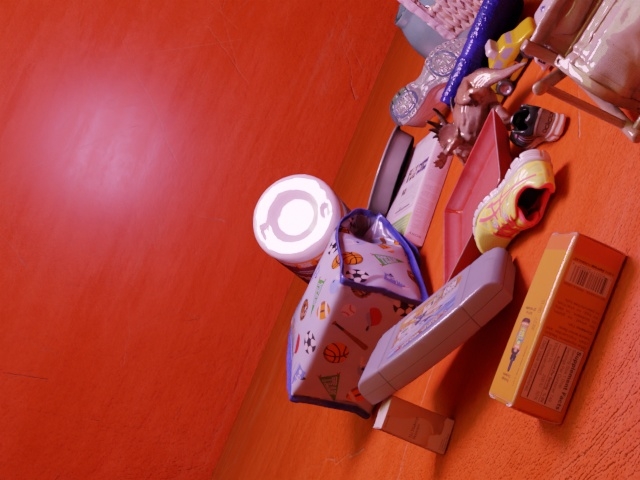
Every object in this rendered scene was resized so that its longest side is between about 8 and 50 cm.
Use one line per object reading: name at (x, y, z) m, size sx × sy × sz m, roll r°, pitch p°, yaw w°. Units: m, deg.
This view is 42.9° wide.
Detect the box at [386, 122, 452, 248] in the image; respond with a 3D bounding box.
box at (0.238, -0.114, 2.025) m, size 0.232 × 0.059 × 0.322 m, roll 141°, pitch 152°, yaw -72°

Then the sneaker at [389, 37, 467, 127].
sneaker at (0.313, -0.409, 2.121) m, size 0.297 × 0.129 × 0.111 m, roll -41°, pitch 61°, yaw 27°

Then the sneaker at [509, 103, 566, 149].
sneaker at (0.364, -0.204, 1.434) m, size 0.170 × 0.075 × 0.063 m, roll -171°, pitch 104°, yaw -81°

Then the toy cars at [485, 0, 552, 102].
toy cars at (0.412, -0.404, 1.615) m, size 0.394 × 0.087 × 0.176 m, roll 146°, pitch 146°, yaw -74°

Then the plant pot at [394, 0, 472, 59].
plant pot at (0.338, -0.669, 2.371) m, size 0.293 × 0.196 × 0.293 m, roll -158°, pitch 90°, yaw -81°

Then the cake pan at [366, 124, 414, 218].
cake pan at (0.189, -0.166, 2.200) m, size 0.293 × 0.054 × 0.293 m, roll 19°, pitch -90°, yaw -81°

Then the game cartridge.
game cartridge at (0.186, 0.139, 1.315) m, size 0.297 × 0.062 × 0.198 m, roll -42°, pitch -1°, yaw 23°

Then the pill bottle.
pill bottle at (0.000, 0.000, 2.110) m, size 0.224 × 0.224 × 0.392 m, roll -68°, pitch -25°, yaw -10°

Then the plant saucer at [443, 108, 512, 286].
plant saucer at (0.297, -0.076, 1.521) m, size 0.259 × 0.048 × 0.258 m, roll -77°, pitch 6°, yaw -53°

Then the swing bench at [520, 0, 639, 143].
swing bench at (0.420, -0.314, 1.129) m, size 0.254 × 0.165 × 0.253 m, roll -72°, pitch 8°, yaw -61°

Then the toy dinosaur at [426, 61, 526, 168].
toy dinosaur at (0.308, -0.264, 1.672) m, size 0.200 × 0.127 × 0.295 m, roll -92°, pitch 18°, yaw -54°

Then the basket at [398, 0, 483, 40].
basket at (0.341, -0.759, 2.059) m, size 0.266 × 0.328 × 0.331 m, roll -20°, pitch 44°, yaw 52°

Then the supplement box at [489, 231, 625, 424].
supplement box at (0.299, 0.109, 1.034) m, size 0.233 × 0.080 × 0.078 m, roll -66°, pitch 8°, yaw -3°

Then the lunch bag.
lunch bag at (0.071, 0.141, 1.798) m, size 0.385 × 0.239 × 0.327 m, roll -102°, pitch 33°, yaw -63°

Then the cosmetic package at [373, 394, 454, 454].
cosmetic package at (0.150, 0.295, 1.308) m, size 0.041 × 0.115 × 0.060 m, roll 144°, pitch 148°, yaw -72°

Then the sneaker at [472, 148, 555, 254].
sneaker at (0.315, -0.044, 1.327) m, size 0.094 × 0.082 × 0.208 m, roll -99°, pitch 25°, yaw -49°

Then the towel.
towel at (0.371, -0.432, 1.838) m, size 0.308 × 0.076 × 0.228 m, roll -67°, pitch -10°, yaw 11°
